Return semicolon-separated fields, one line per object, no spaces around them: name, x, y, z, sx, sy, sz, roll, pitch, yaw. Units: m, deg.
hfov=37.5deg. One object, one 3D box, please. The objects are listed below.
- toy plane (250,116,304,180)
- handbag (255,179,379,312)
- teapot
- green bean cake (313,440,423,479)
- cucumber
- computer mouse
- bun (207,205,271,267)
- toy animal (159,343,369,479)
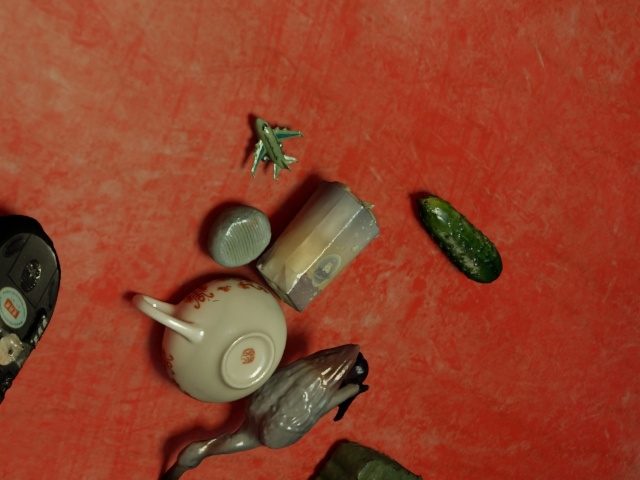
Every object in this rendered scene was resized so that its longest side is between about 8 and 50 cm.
toy plane;-0.059;-0.113;1.108;0.080;0.033;0.083;-40;125;-15
handbag;0.000;0.000;1.174;0.173;0.095;0.117;-47;165;-8
teapot;-0.122;0.118;1.139;0.159;0.116;0.245;-48;128;6
green bean cake;0.056;0.408;1.432;0.183;0.094;0.185;35;88;-44
cucumber;0.199;-0.003;1.353;0.069;0.069;0.227;-52;132;-5
computer mouse;-0.341;0.077;0.908;0.137;0.096;0.233;69;36;-47
bun;-0.099;-0.007;1.121;0.083;0.045;0.083;-17;123;-28
toy animal;-0.054;0.225;1.220;0.324;0.090;0.195;-23;151;-28
